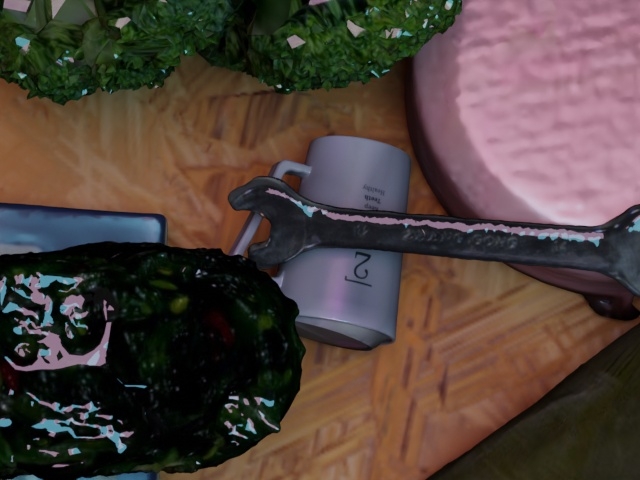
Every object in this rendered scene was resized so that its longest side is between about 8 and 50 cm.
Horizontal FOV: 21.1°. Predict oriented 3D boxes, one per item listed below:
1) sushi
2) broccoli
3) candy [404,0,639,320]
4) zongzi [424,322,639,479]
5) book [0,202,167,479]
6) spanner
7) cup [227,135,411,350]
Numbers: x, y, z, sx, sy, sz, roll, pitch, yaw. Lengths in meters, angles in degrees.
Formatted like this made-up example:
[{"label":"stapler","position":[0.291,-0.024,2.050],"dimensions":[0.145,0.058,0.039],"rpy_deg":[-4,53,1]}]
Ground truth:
[{"label":"sushi","position":[-0.124,0.063,0.898],"dimensions":[0.225,0.127,0.124],"rpy_deg":[-1,84,-19]},{"label":"broccoli","position":[-0.040,-0.255,0.913],"dimensions":[0.413,0.321,0.310],"rpy_deg":[-27,124,32]},{"label":"candy","position":[0.170,-0.084,0.992],"dimensions":[0.255,0.094,0.255],"rpy_deg":[0,81,-1]},{"label":"zongzi","position":[0.232,0.096,0.838],"dimensions":[0.393,0.356,0.174],"rpy_deg":[-18,89,-2]},{"label":"book","position":[-0.294,0.115,0.920],"dimensions":[0.428,0.039,0.300],"rpy_deg":[5,81,-18]},{"label":"spanner","position":[0.075,-0.002,0.931],"dimensions":[0.254,0.015,0.054],"rpy_deg":[5,101,6]},{"label":"cup","position":[0.000,0.000,0.984],"dimensions":[0.104,0.074,0.116],"rpy_deg":[13,78,-17]}]
